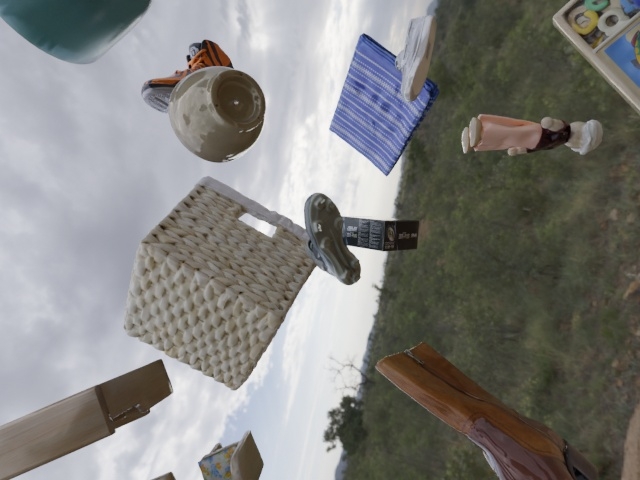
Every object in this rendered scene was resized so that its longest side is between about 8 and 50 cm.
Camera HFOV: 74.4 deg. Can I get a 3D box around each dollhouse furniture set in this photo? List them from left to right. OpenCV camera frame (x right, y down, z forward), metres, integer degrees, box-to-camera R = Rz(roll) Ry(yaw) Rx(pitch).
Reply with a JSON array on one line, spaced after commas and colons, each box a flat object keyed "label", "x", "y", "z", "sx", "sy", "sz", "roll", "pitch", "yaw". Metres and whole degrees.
[{"label": "dollhouse furniture set", "x": -0.289, "y": 0.412, "z": 0.640, "sx": 0.256, "sy": 0.362, "sz": 0.394, "roll": 84, "pitch": 163, "yaw": -83}]

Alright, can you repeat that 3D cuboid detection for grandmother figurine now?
[{"label": "grandmother figurine", "x": 0.570, "y": -0.280, "z": 1.117, "sx": 0.208, "sy": 0.343, "sz": 0.103, "roll": -48, "pitch": -41, "yaw": -87}]

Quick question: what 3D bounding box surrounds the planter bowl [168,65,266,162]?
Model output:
[{"label": "planter bowl", "x": -0.158, "y": -0.221, "z": 0.711, "sx": 0.162, "sy": 0.109, "sz": 0.161, "roll": 2, "pitch": -93, "yaw": -36}]

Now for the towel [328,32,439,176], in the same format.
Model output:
[{"label": "towel", "x": 0.149, "y": -0.344, "z": 1.126, "sx": 0.040, "sy": 0.243, "sz": 0.336, "roll": -43, "pitch": -12, "yaw": -30}]

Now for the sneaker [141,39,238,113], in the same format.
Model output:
[{"label": "sneaker", "x": -0.357, "y": -0.449, "z": 1.151, "sx": 0.321, "sy": 0.125, "sz": 0.180, "roll": -20, "pitch": -87, "yaw": -53}]

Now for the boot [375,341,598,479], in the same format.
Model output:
[{"label": "boot", "x": 0.191, "y": 0.231, "z": 0.524, "sx": 0.264, "sy": 0.280, "sz": 0.096, "roll": -4, "pitch": -54, "yaw": -55}]

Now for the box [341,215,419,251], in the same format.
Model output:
[{"label": "box", "x": 0.142, "y": -0.022, "z": 1.109, "sx": 0.147, "sy": 0.180, "sz": 0.077, "roll": -2, "pitch": -82, "yaw": -42}]

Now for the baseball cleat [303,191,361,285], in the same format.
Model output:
[{"label": "baseball cleat", "x": 0.000, "y": 0.000, "z": 0.725, "sx": 0.072, "sy": 0.110, "sz": 0.205, "roll": -45, "pitch": -49, "yaw": -25}]

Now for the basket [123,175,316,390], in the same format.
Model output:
[{"label": "basket", "x": -0.216, "y": 0.098, "z": 0.944, "sx": 0.331, "sy": 0.329, "sz": 0.266, "roll": -58, "pitch": 4, "yaw": 38}]

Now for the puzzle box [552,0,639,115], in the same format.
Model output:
[{"label": "puzzle box", "x": 0.607, "y": -0.300, "z": 0.632, "sx": 0.272, "sy": 0.408, "sz": 0.052, "roll": -42, "pitch": -13, "yaw": 28}]

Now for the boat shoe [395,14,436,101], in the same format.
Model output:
[{"label": "boat shoe", "x": 0.189, "y": -0.379, "z": 0.876, "sx": 0.066, "sy": 0.063, "sz": 0.184, "roll": 10, "pitch": -87, "yaw": -61}]

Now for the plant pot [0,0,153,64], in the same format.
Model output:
[{"label": "plant pot", "x": -0.452, "y": -0.530, "z": 0.796, "sx": 0.293, "sy": 0.235, "sz": 0.292, "roll": 51, "pitch": -152, "yaw": -41}]
